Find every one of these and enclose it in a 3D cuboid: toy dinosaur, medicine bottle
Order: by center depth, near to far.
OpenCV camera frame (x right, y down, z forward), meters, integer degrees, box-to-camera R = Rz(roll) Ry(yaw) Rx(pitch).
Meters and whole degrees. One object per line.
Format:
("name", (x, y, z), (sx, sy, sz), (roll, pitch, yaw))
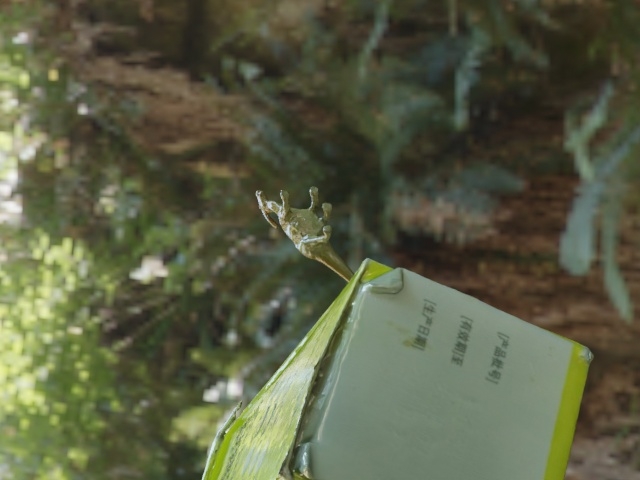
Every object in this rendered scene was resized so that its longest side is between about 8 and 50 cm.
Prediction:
("medicine bottle", (0.022, 0.134, 0.972), (0.141, 0.250, 0.137), (22, -124, -9))
("toy dinosaur", (0.000, -0.003, 1.190), (0.026, 0.113, 0.041), (-31, -29, -42))
